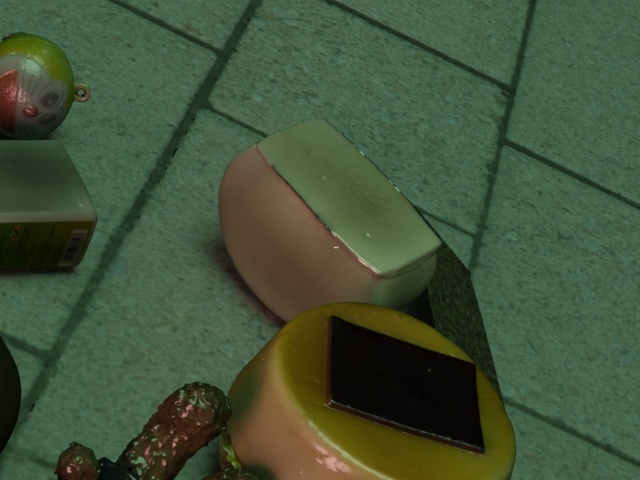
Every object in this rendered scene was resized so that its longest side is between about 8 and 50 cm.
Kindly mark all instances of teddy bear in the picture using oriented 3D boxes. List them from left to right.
[{"bbox_3d":[-0.167,0.247,1.389,0.251,0.129,0.182,-33,94,-34],"label":"teddy bear"}]

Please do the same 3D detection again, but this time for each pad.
[{"bbox_3d":[0.155,0.071,1.840,0.158,0.003,0.235,47,22,-38],"label":"pad"}]

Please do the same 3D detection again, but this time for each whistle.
[{"bbox_3d":[-0.369,-0.172,1.783,0.223,0.123,0.123,5,40,-9],"label":"whistle"}]

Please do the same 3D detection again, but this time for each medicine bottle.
[{"bbox_3d":[-0.343,-0.038,1.647,0.188,0.088,0.132,-2,46,-35],"label":"medicine bottle"}]

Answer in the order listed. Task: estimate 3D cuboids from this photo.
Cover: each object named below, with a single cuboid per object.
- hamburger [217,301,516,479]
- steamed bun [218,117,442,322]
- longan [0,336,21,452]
[{"bbox_3d":[0.040,0.201,1.533,0.300,0.176,0.300,17,37,-13],"label":"hamburger"},{"bbox_3d":[0.000,0.000,1.762,0.241,0.164,0.146,48,42,17],"label":"steamed bun"},{"bbox_3d":[-0.346,0.131,1.385,0.167,0.167,0.187,-1,20,-34],"label":"longan"}]
